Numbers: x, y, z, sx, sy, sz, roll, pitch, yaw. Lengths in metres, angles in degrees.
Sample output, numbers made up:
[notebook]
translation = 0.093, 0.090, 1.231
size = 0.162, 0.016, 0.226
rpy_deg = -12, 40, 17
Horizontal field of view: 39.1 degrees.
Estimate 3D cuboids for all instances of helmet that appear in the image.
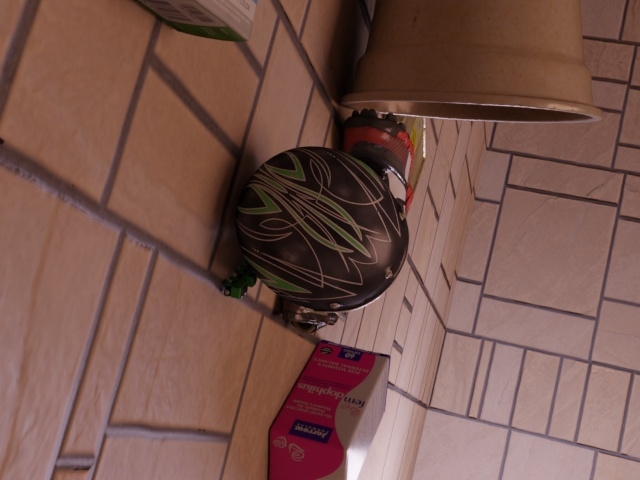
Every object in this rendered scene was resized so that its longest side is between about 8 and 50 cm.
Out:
[helmet]
translation = 0.000, -0.011, 0.877
size = 0.161, 0.169, 0.169
rpy_deg = 145, -43, -85

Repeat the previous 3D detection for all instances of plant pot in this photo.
[plant pot]
translation = 0.202, -0.315, 1.157
size = 0.334, 0.334, 0.305
rpy_deg = -15, 109, -74

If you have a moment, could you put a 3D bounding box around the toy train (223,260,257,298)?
[toy train]
translation = -0.076, 0.037, 0.928
size = 0.083, 0.023, 0.017
rpy_deg = -50, 148, -61

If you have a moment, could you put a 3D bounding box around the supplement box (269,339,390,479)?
[supplement box]
translation = 0.016, 0.253, 1.271
size = 0.220, 0.111, 0.114
rpy_deg = -57, 154, -55

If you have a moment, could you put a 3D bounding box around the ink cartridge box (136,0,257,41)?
[ink cartridge box]
translation = -0.074, -0.257, 0.626
size = 0.109, 0.062, 0.209
rpy_deg = 14, 88, -75

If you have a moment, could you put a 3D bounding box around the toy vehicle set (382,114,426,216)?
[toy vehicle set]
translation = 0.153, -0.178, 1.604
size = 0.267, 0.035, 0.166
rpy_deg = 82, 24, -52

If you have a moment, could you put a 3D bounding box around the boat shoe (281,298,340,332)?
[boat shoe]
translation = -0.018, 0.093, 1.146
size = 0.152, 0.056, 0.049
rpy_deg = 37, 70, -64

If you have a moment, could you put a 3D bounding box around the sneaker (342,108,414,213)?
[sneaker]
translation = 0.076, -0.072, 1.268
size = 0.276, 0.097, 0.135
rpy_deg = 76, 27, -62
